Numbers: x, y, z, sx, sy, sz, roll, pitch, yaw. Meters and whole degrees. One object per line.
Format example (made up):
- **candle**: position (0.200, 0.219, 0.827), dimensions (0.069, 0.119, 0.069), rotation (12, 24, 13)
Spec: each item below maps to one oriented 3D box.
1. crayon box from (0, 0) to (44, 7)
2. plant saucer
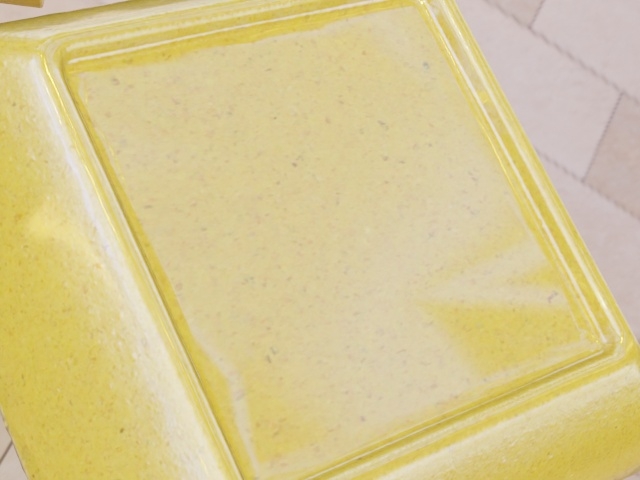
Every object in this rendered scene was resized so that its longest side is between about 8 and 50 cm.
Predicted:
- **crayon box**: position (-0.552, -0.430, 1.730), dimensions (0.363, 0.313, 0.106), rotation (7, 76, -5)
- **plant saucer**: position (0.000, 0.000, 0.638), dimensions (0.333, 0.081, 0.333), rotation (-18, 74, -32)
